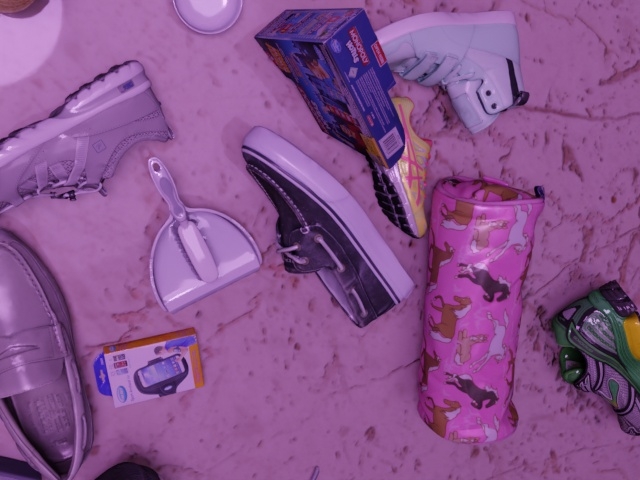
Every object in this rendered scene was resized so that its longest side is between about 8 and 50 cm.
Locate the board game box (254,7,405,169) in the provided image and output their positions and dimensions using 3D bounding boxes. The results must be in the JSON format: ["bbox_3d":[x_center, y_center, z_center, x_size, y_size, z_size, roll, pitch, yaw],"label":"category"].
[{"bbox_3d":[0.010,-0.201,0.782,0.060,0.194,0.194,-42,135,-8],"label":"board game box"}]

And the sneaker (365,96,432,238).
[{"bbox_3d":[0.120,-0.101,0.893,0.094,0.081,0.208,-26,112,-15],"label":"sneaker"}]

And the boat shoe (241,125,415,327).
[{"bbox_3d":[0.000,0.000,0.852,0.119,0.121,0.335,-47,117,-8],"label":"boat shoe"}]

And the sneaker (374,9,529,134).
[{"bbox_3d":[0.164,-0.211,0.850,0.256,0.094,0.151,-13,89,-19],"label":"sneaker"}]

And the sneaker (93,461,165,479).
[{"bbox_3d":[-0.244,0.502,0.906,0.258,0.169,0.447,16,106,-33],"label":"sneaker"}]

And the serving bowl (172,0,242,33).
[{"bbox_3d":[-0.136,-0.288,0.771,0.083,0.027,0.083,-6,108,-19],"label":"serving bowl"}]

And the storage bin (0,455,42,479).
[{"bbox_3d":[-0.417,0.321,0.808,0.135,0.098,0.091,24,85,-25],"label":"storage bin"}]

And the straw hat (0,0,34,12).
[{"bbox_3d":[-0.305,-0.304,0.677,0.061,0.145,0.144,-21,119,-59],"label":"straw hat"}]

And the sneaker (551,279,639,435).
[{"bbox_3d":[0.490,0.217,1.117,0.146,0.134,0.343,-25,119,14],"label":"sneaker"}]

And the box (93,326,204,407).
[{"bbox_3d":[-0.229,0.171,0.867,0.136,0.028,0.081,-12,109,-19],"label":"box"}]

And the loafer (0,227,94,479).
[{"bbox_3d":[-0.342,0.140,0.768,0.112,0.111,0.319,-20,111,-15],"label":"loafer"}]

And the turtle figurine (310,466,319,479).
[{"bbox_3d":[-0.037,0.543,0.946,0.275,0.198,0.266,-29,140,-44],"label":"turtle figurine"}]

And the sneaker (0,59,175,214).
[{"bbox_3d":[-0.290,-0.082,0.728,0.281,0.105,0.115,-37,114,-8],"label":"sneaker"}]

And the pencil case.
[{"bbox_3d":[0.227,0.103,0.949,0.167,0.160,0.385,-2,105,-15],"label":"pencil case"}]

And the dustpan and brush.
[{"bbox_3d":[-0.168,-0.013,0.818,0.147,0.060,0.211,-27,113,-12],"label":"dustpan and brush"}]
